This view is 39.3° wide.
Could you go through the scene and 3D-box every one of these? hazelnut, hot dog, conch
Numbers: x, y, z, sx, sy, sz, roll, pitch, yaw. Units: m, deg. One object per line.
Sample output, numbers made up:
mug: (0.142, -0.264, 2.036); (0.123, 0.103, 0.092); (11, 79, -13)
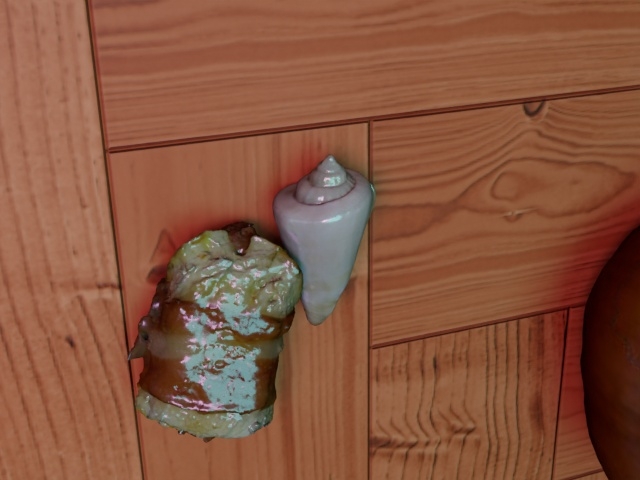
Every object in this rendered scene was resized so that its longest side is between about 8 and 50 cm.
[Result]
hazelnut: (0.453, 0.154, 0.954); (0.359, 0.359, 0.410); (-19, 108, -13)
hot dog: (-0.094, 0.086, 0.833); (0.146, 0.103, 0.213); (18, 99, -7)
conch: (0.012, -0.002, 0.839); (0.094, 0.104, 0.176); (-12, 119, 6)
